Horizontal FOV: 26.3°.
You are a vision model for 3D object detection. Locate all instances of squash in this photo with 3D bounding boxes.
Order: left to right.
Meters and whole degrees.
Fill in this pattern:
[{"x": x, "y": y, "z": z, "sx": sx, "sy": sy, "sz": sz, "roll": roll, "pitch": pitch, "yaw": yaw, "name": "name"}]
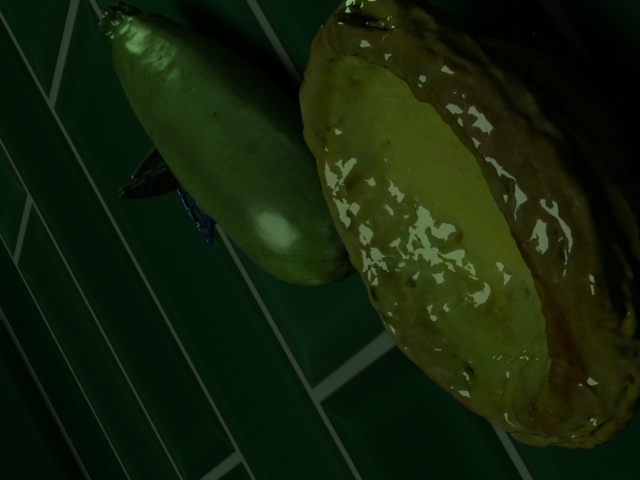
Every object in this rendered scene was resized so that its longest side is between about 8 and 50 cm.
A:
[{"x": -0.076, "y": -0.087, "z": 1.105, "sx": 0.370, "sy": 0.118, "sz": 0.118, "roll": 45, "pitch": 151, "yaw": 41, "name": "squash"}]

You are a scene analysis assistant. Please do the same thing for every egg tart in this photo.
[{"x": 0.104, "y": -0.022, "z": 0.781, "sx": 0.294, "sy": 0.123, "sz": 0.294, "roll": 50, "pitch": 158, "yaw": 30, "name": "egg tart"}]

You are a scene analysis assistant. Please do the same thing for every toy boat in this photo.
[{"x": -0.141, "y": -0.069, "z": 1.267, "sx": 0.091, "sy": 0.110, "sz": 0.175, "roll": 18, "pitch": 131, "yaw": 60, "name": "toy boat"}]
